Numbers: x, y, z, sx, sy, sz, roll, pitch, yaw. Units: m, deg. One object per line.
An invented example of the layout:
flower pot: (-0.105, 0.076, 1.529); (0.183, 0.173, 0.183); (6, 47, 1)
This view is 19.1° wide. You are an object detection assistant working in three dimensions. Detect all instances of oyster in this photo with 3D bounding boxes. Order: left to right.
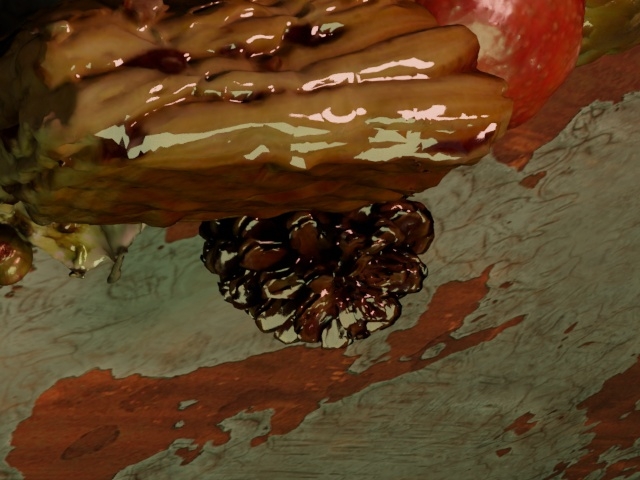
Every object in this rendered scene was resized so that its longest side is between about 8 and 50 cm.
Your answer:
oyster: (-0.233, -0.077, 1.458); (0.201, 0.107, 0.354); (6, 159, 4)

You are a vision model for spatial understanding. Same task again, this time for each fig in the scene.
fig: (-0.271, 0.017, 1.647); (0.050, 0.050, 0.083); (-25, 173, -5)

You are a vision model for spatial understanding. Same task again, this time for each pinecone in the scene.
pinecone: (0.000, 0.000, 1.692); (0.221, 0.221, 0.221); (-22, 154, -12)

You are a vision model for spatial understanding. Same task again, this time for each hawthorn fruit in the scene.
hawthorn fruit: (0.087, -0.191, 1.445); (0.205, 0.205, 0.253); (-39, 142, 21)

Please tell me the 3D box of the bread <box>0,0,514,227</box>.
bread: (-0.060, -0.106, 1.267); (0.325, 0.167, 0.277); (-2, 172, -18)

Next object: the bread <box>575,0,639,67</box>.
bread: (0.252, -0.228, 1.634); (0.213, 0.104, 0.213); (-25, 155, -13)
